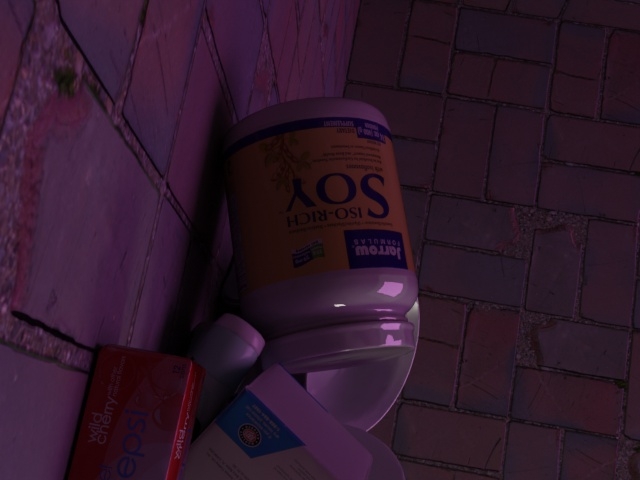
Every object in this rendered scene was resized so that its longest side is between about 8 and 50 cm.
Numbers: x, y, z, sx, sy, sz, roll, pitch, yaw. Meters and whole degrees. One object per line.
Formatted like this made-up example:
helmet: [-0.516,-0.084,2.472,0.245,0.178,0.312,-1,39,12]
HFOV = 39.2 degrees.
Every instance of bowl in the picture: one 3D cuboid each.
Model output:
bowl: [0.026,0.161,1.460,0.298,0.134,0.297,-18,115,-47]

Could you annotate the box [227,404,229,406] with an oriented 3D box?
box: [-0.123,0.394,1.703,0.178,0.042,0.109,59,11,-8]

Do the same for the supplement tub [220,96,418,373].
supplement tub: [0.000,0.000,1.214,0.241,0.241,0.331,85,-4,-76]

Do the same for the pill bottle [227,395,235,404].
pill bottle: [-0.097,0.172,1.601,0.130,0.131,0.245,-52,152,-82]

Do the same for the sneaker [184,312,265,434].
sneaker: [-0.162,0.184,1.155,0.151,0.094,0.256,-52,-179,-22]

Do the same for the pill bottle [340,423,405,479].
pill bottle: [-0.008,0.442,1.269,0.204,0.204,0.361,-76,180,-54]

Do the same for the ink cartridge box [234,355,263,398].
ink cartridge box: [-0.074,0.209,1.498,0.224,0.045,0.223,-42,131,-35]

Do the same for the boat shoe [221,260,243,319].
boat shoe: [-0.124,0.071,1.504,0.183,0.065,0.083,-61,166,-53]

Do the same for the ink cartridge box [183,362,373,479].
ink cartridge box: [-0.084,0.291,1.028,0.232,0.171,0.168,-46,175,8]

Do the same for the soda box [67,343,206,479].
soda box: [-0.178,0.232,0.814,0.083,0.092,0.263,79,21,-76]

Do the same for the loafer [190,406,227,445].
loafer: [-0.162,0.353,1.432,0.111,0.112,0.319,-42,162,-21]
